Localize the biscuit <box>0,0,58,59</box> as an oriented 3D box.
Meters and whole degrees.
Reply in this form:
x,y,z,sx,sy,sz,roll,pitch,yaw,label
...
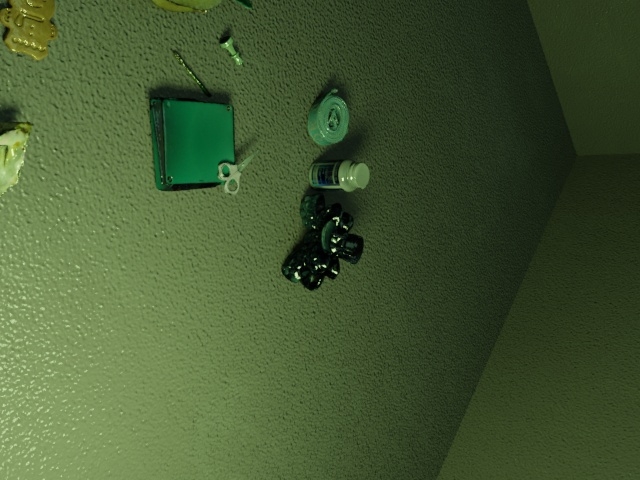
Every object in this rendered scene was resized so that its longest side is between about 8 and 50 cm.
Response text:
x,y,z,sx,sy,sz,roll,pitch,yaw,label
-0.651,-0.502,1.549,0.133,0.027,0.183,27,72,-45,biscuit

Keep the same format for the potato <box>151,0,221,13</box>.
x,y,z,sx,sy,sz,roll,pitch,yaw,label
-0.395,-0.698,1.766,0.299,0.116,0.239,16,74,-37,potato

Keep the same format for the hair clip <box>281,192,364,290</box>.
x,y,z,sx,sy,sz,roll,pitch,yaw,label
0.003,0.003,2.195,0.194,0.206,0.310,27,72,-46,hair clip

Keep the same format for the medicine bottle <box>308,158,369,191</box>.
x,y,z,sx,sy,sz,roll,pitch,yaw,label
0.062,-0.213,2.260,0.107,0.192,0.106,-4,96,-49,medicine bottle

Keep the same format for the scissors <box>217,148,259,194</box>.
x,y,z,sx,sy,sz,roll,pitch,yaw,label
-0.228,-0.212,1.982,0.189,0.015,0.100,-50,126,-37,scissors

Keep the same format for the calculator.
x,y,z,sx,sy,sz,roll,pitch,yaw,label
-0.348,-0.266,1.887,0.274,0.058,0.248,-12,103,-49,calculator

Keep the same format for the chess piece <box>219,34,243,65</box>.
x,y,z,sx,sy,sz,roll,pitch,yaw,label
-0.253,-0.547,1.994,0.093,0.042,0.042,52,55,-43,chess piece

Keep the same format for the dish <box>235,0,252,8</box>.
x,y,z,sx,sy,sz,roll,pitch,yaw,label
-0.233,-0.785,1.969,0.224,0.078,0.245,15,80,-48,dish

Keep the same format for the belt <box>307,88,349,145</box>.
x,y,z,sx,sy,sz,roll,pitch,yaw,label
0.025,-0.399,2.290,0.147,0.082,0.163,53,57,-24,belt

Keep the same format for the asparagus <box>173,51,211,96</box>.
x,y,z,sx,sy,sz,roll,pitch,yaw,label
-0.353,-0.457,1.903,0.013,0.016,0.166,-40,130,0,asparagus

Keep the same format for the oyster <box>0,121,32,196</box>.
x,y,z,sx,sy,sz,roll,pitch,yaw,label
-0.712,-0.172,1.477,0.133,0.072,0.209,14,101,-55,oyster
